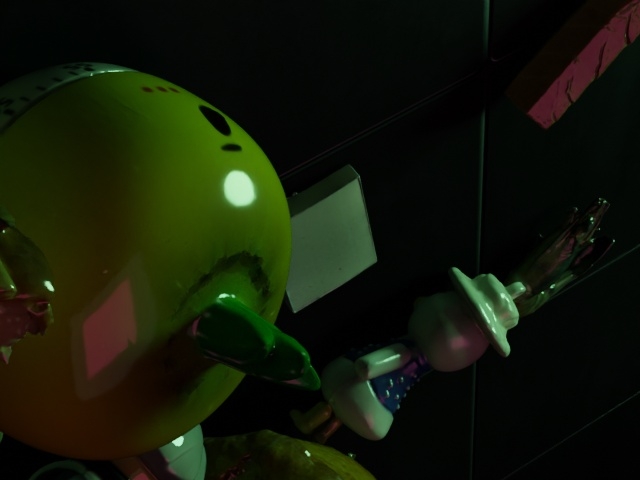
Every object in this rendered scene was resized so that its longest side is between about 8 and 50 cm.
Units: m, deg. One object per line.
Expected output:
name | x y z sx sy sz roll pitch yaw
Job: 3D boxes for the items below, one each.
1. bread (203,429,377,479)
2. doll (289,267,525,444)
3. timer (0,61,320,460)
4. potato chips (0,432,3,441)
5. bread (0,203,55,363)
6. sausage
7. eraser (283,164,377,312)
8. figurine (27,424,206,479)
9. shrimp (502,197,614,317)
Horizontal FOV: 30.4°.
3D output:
bread | -0.065 0.295 1.256 0.340 0.178 0.194 -15 164 29
doll | 0.100 0.128 1.305 0.293 0.119 0.138 -34 153 4
timer | -0.110 0.033 0.774 0.285 0.285 0.285 -25 146 -19
potato chips | -0.405 0.200 0.906 0.373 0.097 0.389 -10 135 -34
bread | -0.262 -0.052 0.564 0.185 0.274 0.114 9 128 -50
sausage | 0.249 -0.182 1.098 0.169 0.065 0.065 -48 147 14
eraser | 0.000 0.000 1.120 0.104 0.023 0.150 -31 148 -10
figurine | -0.207 0.242 1.093 0.236 0.133 0.176 -46 156 -28
shrimp | 0.293 0.022 1.416 0.150 0.051 0.217 -9 146 -42
